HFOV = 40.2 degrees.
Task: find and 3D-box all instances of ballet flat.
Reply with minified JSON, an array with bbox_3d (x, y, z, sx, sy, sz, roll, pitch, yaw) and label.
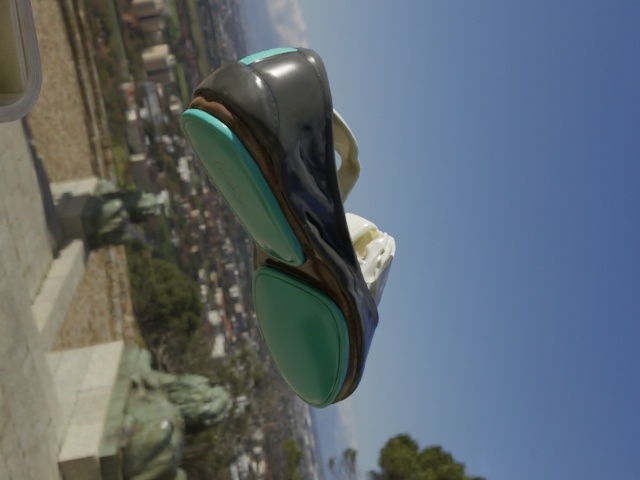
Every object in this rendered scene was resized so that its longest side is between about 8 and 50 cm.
[{"bbox_3d":[0.000,0.000,0.553,0.095,0.096,0.280,29,-30,33],"label":"ballet flat"}]

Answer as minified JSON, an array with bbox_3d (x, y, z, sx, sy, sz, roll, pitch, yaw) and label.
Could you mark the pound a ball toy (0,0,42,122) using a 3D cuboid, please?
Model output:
[{"bbox_3d":[-0.334,-0.110,0.672,0.319,0.136,0.208,6,-72,43],"label":"pound a ball toy"}]
